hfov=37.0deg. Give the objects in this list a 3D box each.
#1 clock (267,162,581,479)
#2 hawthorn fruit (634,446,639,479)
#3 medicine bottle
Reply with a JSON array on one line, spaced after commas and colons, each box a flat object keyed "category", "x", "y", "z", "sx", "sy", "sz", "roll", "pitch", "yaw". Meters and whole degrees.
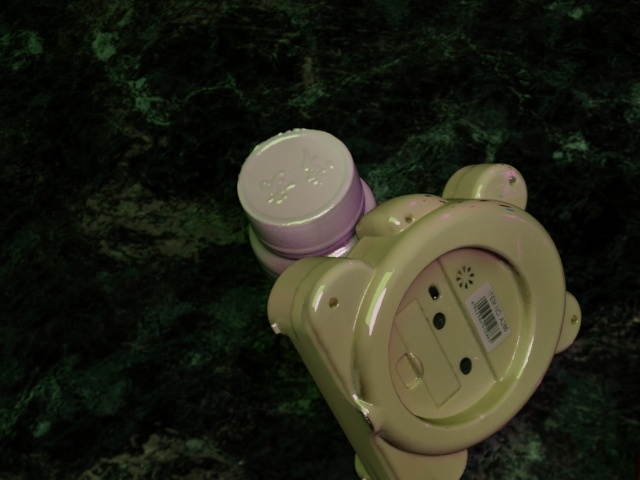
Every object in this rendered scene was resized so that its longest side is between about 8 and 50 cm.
[{"category": "clock", "x": 0.125, "y": 0.086, "z": 0.997, "sx": 0.309, "sy": 0.284, "sz": 0.114, "roll": -37, "pitch": 20, "yaw": -25}, {"category": "hawthorn fruit", "x": 0.429, "y": 0.250, "z": 0.762, "sx": 0.402, "sy": 0.403, "sz": 0.403, "roll": -7, "pitch": 56, "yaw": 11}, {"category": "medicine bottle", "x": 0.000, "y": 0.000, "z": 1.090, "sx": 0.152, "sy": 0.254, "sz": 0.152, "roll": -7, "pitch": 57, "yaw": 11}]
